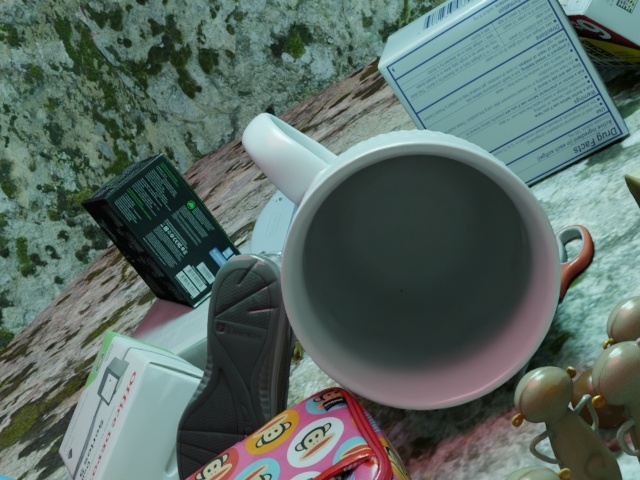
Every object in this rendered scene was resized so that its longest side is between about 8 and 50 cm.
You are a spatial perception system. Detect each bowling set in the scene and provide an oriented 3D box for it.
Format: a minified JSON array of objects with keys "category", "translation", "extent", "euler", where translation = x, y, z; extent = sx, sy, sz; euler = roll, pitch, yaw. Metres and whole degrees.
[{"category":"bowling set","translation":[0.221,0.122,0.663],"extent":[0.287,0.154,0.200],"euler":[-37,17,-9]}]

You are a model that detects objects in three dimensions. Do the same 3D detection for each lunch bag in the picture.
[{"category":"lunch bag","translation":[-0.043,0.291,0.800],"extent":[0.293,0.120,0.258],"euler":[-37,20,-1]}]

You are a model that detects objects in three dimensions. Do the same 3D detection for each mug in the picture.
[{"category":"mug","translation":[0.069,-0.022,0.995],"extent":[0.276,0.374,0.328],"euler":[-53,4,11]}]

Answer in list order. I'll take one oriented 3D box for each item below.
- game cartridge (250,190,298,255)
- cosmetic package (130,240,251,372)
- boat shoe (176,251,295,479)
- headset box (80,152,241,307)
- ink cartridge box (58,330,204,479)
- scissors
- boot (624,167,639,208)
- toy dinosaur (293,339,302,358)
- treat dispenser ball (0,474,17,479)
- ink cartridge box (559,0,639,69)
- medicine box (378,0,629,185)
[{"category":"game cartridge","translation":[-0.010,-0.013,1.387],"extent":[0.196,0.060,0.294],"euler":[-3,31,10]},{"category":"cosmetic package","translation":[-0.217,0.157,1.537],"extent":[0.284,0.097,0.377],"euler":[-27,18,20]},{"category":"boat shoe","translation":[-0.086,0.170,1.005],"extent":[0.118,0.320,0.103],"euler":[11,7,21]},{"category":"headset box","translation":[-0.299,-0.016,1.590],"extent":[0.131,0.246,0.283],"euler":[-42,15,-19]},{"category":"ink cartridge box","translation":[-0.256,0.250,1.191],"extent":[0.273,0.115,0.198],"euler":[4,72,66]},{"category":"scissors","translation":[0.264,0.064,0.978],"extent":[0.109,0.021,0.297],"euler":[-26,17,24]},{"category":"boot","translation":[0.447,-0.069,0.870],"extent":[0.203,0.095,0.262],"euler":[-32,12,8]},{"category":"toy dinosaur","translation":[-0.079,0.156,1.324],"extent":[0.112,0.064,0.211],"euler":[-26,18,32]},{"category":"treat dispenser ball","translation":[-0.375,0.382,0.873],"extent":[0.288,0.288,0.288],"euler":[-32,17,11]},{"category":"ink cartridge box","translation":[0.503,-0.370,1.452],"extent":[0.130,0.272,0.309],"euler":[-65,15,6]},{"category":"medicine box","translation":[0.277,-0.236,1.316],"extent":[0.263,0.289,0.149],"euler":[-28,20,22]}]
